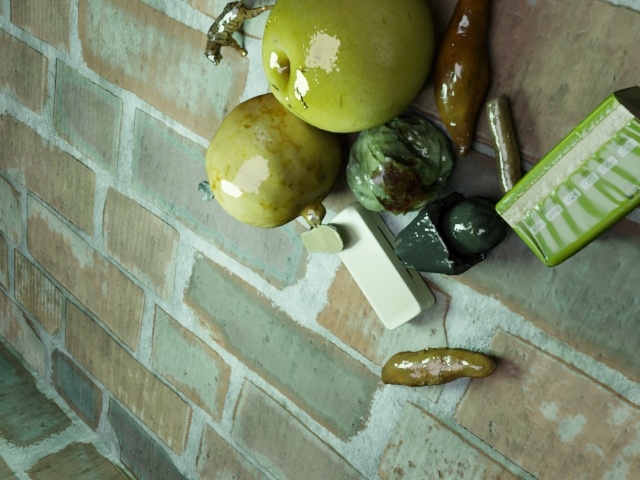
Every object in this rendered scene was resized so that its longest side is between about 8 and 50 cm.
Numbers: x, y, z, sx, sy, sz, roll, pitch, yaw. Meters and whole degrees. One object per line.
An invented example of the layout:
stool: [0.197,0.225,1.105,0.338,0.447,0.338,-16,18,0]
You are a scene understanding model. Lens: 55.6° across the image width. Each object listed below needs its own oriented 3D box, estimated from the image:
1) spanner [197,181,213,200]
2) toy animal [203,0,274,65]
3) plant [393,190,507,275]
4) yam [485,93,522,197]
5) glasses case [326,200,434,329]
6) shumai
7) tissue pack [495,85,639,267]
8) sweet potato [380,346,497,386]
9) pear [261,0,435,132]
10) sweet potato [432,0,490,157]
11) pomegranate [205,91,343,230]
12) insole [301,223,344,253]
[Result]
spanner: [-0.261,-0.174,1.776,0.302,0.017,0.071,-17,94,41]
toy animal: [-0.209,-0.569,1.528,0.114,0.116,0.255,55,130,9]
plant: [0.275,-0.010,1.305,0.256,0.142,0.164,-28,85,46]
yam: [0.378,-0.171,1.223,0.057,0.057,0.241,-7,99,41]
glasses case: [0.141,0.058,1.485,0.131,0.070,0.312,-42,77,41]
shumai: [0.136,-0.150,1.322,0.261,0.222,0.225,-10,101,46]
tissue pack: [0.480,-0.109,1.058,0.167,0.200,0.274,51,130,16]
sweet potato: [0.252,0.306,1.460,0.106,0.095,0.355,36,143,-28]
pear: [0.055,-0.385,1.230,0.349,0.348,0.348,15,114,36]
sweet potato: [0.280,-0.340,1.208,0.112,0.112,0.358,13,116,36]
pomegranate: [-0.093,-0.173,1.445,0.343,0.343,0.342,15,114,36]
insole: [0.000,0.000,1.550,0.081,0.011,0.248,65,159,-6]
